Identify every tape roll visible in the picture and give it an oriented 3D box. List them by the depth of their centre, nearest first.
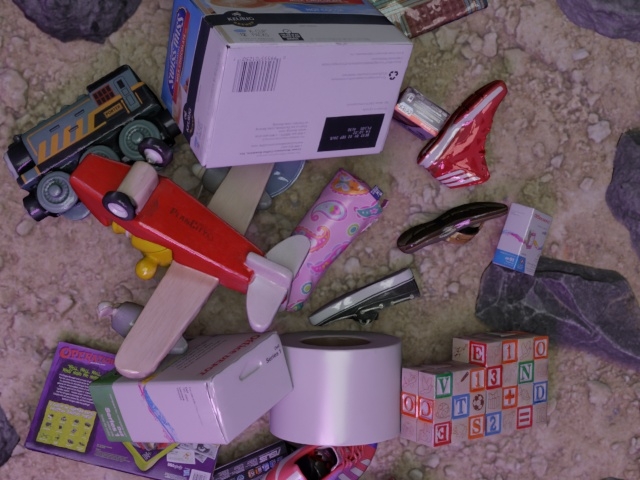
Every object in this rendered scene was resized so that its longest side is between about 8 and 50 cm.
[{"bbox_3d":[0.028,0.263,1.675,0.246,0.246,0.169,-1,92,-2],"label":"tape roll"}]

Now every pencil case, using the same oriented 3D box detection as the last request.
[{"bbox_3d":[0.000,0.000,1.725,0.124,0.124,0.284,40,89,-3],"label":"pencil case"}]

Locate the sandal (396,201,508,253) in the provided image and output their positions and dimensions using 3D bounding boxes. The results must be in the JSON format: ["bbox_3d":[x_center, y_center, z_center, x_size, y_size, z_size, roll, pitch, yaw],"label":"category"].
[{"bbox_3d":[0.254,-0.017,1.753,0.219,0.090,0.060,-25,110,-2],"label":"sandal"}]

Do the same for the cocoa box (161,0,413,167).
[{"bbox_3d":[-0.064,-0.287,1.558,0.347,0.228,0.231,-8,133,-28],"label":"cocoa box"}]

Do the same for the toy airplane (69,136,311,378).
[{"bbox_3d":[-0.216,0.017,1.599,0.386,0.272,0.384,-11,78,-30],"label":"toy airplane"}]

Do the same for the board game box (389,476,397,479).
[{"bbox_3d":[0.093,0.592,1.711,0.145,0.027,0.281,43,90,-5],"label":"board game box"}]

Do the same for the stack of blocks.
[{"bbox_3d":[0.287,0.265,1.689,0.297,0.087,0.171,-2,94,-36],"label":"stack of blocks"}]

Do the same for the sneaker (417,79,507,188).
[{"bbox_3d":[0.300,-0.192,1.757,0.128,0.087,0.221,42,103,-12],"label":"sneaker"}]

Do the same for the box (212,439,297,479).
[{"bbox_3d":[-0.146,0.520,1.691,0.270,0.060,0.216,-26,57,10],"label":"box"}]

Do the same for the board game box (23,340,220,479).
[{"bbox_3d":[-0.351,0.329,1.722,0.346,0.056,0.208,15,71,-3],"label":"board game box"}]

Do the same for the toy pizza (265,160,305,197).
[{"bbox_3d":[-0.126,-0.177,1.753,0.201,0.032,0.201,0,93,-1],"label":"toy pizza"}]

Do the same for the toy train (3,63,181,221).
[{"bbox_3d":[-0.420,-0.175,1.698,0.334,0.142,0.190,-32,81,1],"label":"toy train"}]

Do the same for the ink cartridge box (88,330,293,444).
[{"bbox_3d":[-0.217,0.248,1.564,0.278,0.201,0.117,-7,105,35],"label":"ink cartridge box"}]

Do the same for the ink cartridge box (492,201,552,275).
[{"bbox_3d":[0.385,-0.003,1.751,0.052,0.088,0.122,18,92,39],"label":"ink cartridge box"}]

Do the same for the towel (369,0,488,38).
[{"bbox_3d":[0.132,-0.567,1.744,0.271,0.040,0.370,-23,93,0],"label":"towel"}]

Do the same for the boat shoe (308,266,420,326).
[{"bbox_3d":[0.086,0.125,1.754,0.219,0.078,0.070,-24,92,-3],"label":"boat shoe"}]

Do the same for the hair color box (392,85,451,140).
[{"bbox_3d":[0.177,-0.232,1.696,0.093,0.167,0.053,34,91,-3],"label":"hair color box"}]

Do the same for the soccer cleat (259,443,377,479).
[{"bbox_3d":[0.023,0.394,1.659,0.116,0.318,0.109,-46,72,36],"label":"soccer cleat"}]
